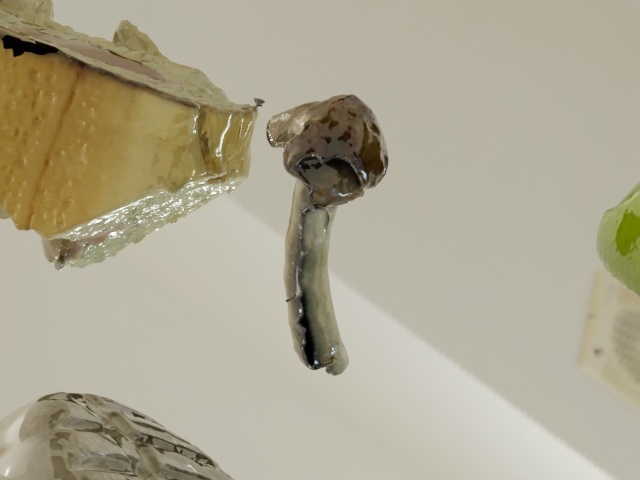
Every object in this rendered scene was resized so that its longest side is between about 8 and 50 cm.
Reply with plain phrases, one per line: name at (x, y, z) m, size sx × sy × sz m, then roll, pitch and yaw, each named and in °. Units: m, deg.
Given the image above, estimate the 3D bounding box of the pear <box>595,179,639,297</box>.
pear at (0.293, -0.067, 0.882) m, size 0.176 × 0.282 × 0.286 m, roll 30°, pitch -166°, yaw 14°

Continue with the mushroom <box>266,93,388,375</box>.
mushroom at (0.000, 0.000, 0.849) m, size 0.060 × 0.187 × 0.061 m, roll -10°, pitch -137°, yaw -17°

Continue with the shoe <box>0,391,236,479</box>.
shoe at (-0.058, 0.227, 0.381) m, size 0.172 × 0.198 × 0.351 m, roll 40°, pitch -157°, yaw -56°

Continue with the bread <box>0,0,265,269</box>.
bread at (-0.152, -0.106, 1.141) m, size 0.183 × 0.211 × 0.224 m, roll -28°, pitch -82°, yaw -75°
